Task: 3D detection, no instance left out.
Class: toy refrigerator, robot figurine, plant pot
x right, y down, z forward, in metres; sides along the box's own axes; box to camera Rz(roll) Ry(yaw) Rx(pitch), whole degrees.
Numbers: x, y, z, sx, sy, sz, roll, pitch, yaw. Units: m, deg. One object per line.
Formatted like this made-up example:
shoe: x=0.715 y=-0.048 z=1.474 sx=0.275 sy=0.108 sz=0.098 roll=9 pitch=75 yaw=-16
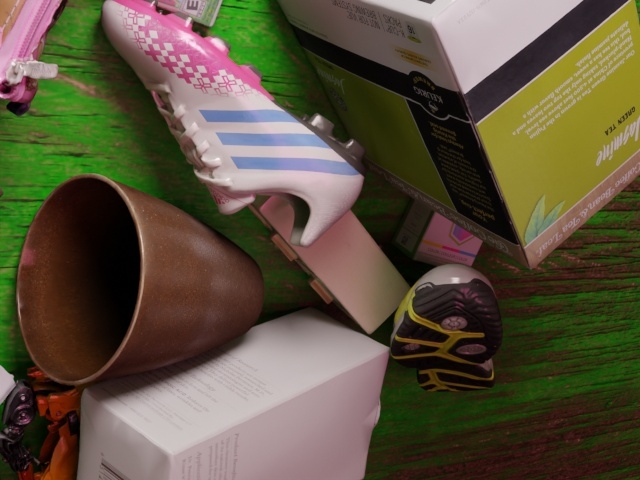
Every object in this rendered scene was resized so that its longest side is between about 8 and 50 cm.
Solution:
toy refrigerator: x=0.000 y=0.000 z=1.090 sx=0.094 sy=0.102 sz=0.269 roll=-45 pitch=129 yaw=-5
robot figurine: x=-0.283 y=0.251 z=1.048 sx=0.211 sy=0.085 sz=0.291 roll=-14 pitch=121 yaw=-26
plant pot: x=-0.177 y=0.052 z=0.956 sx=0.230 sy=0.215 sz=0.215 roll=11 pitch=107 yaw=-50

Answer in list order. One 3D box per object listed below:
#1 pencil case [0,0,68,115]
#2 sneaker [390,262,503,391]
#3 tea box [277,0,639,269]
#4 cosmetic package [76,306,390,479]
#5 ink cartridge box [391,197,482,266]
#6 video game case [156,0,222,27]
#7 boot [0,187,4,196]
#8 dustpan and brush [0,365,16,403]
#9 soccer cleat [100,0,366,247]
pencil case: x=-0.238 y=-0.301 z=0.735 sx=0.167 sy=0.160 sz=0.386 roll=29 pitch=99 yaw=-13
sneaker: x=0.167 y=0.099 z=1.156 sx=0.145 sy=0.147 sz=0.385 roll=-3 pitch=157 yaw=6
tea box: x=0.154 y=-0.200 z=0.941 sx=0.220 sy=0.329 sz=0.324 roll=-38 pitch=129 yaw=-11
cosmetic package: x=-0.095 y=0.242 z=1.046 sx=0.385 sy=0.156 sz=0.217 roll=-15 pitch=122 yaw=-51
ink cartridge box: x=0.195 y=-0.065 z=1.205 sx=0.108 sy=0.062 sz=0.209 roll=15 pitch=104 yaw=-36
video game case: x=-0.156 y=-0.349 z=0.866 sx=0.193 sy=0.023 sz=0.213 roll=15 pitch=105 yaw=-36
boot: x=-0.399 y=-0.059 z=0.792 sx=0.165 sy=0.077 sz=0.213 roll=-37 pitch=156 yaw=-13
dustpan and brush: x=-0.439 y=0.129 z=0.878 sx=0.211 sy=0.060 sz=0.147 roll=53 pitch=44 yaw=-23
soccer cleat: x=-0.105 y=-0.116 z=0.892 sx=0.331 sy=0.116 sz=0.143 roll=34 pitch=87 yaw=-12
